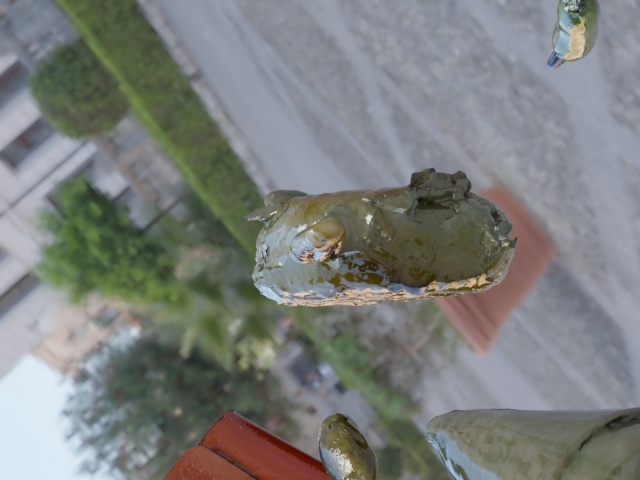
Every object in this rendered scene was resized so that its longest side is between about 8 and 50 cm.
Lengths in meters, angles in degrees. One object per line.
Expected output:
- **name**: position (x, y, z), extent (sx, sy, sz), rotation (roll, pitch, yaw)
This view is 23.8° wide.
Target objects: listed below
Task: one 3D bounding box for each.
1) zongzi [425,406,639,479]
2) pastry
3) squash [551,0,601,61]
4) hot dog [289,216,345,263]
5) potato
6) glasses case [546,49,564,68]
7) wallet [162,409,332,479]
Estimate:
- **zongzi**: position (0.278, 0.307, 0.669), extent (0.467, 0.218, 0.500), rotation (5, 114, 54)
- **pastry**: position (0.060, 0.000, 1.465), extent (0.236, 0.257, 0.121), rotation (161, 106, -75)
- **squash**: position (0.271, -0.234, 1.608), extent (0.052, 0.052, 0.183), rotation (48, 177, 15)
- **hot dog**: position (0.000, 0.001, 1.262), extent (0.137, 0.044, 0.028), rotation (132, 114, -77)
- **potato**: position (0.021, 0.179, 1.287), extent (0.046, 0.045, 0.092), rotation (48, -170, -37)
- **glasses case**: position (0.307, -0.246, 1.873), extent (0.023, 0.083, 0.033), rotation (30, -154, 5)
- **wallet**: position (-0.047, 0.247, 1.361), extent (0.204, 0.142, 0.045), rotation (26, 154, 30)
